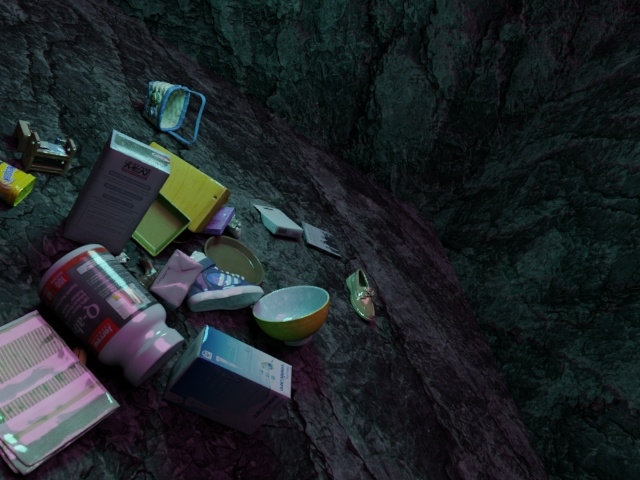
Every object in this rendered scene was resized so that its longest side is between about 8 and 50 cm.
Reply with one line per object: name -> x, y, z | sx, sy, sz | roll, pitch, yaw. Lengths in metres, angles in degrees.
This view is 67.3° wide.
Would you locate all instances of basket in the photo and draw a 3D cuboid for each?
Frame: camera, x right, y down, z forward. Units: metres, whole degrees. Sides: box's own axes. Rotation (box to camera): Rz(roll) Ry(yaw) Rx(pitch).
basket -> -0.715, -0.637, 2.363 | 0.289, 0.255, 0.201 | 24, 23, 7

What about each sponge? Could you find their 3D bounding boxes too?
sponge -> -0.450, -0.089, 2.043 | 0.117, 0.031, 0.210 | 5, 29, 4

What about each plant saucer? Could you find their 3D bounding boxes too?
plant saucer -> -0.599, -0.062, 1.748 | 0.188, 0.188, 0.045 | 42, -19, 2
plant saucer -> -0.354, 0.092, 1.947 | 0.278, 0.041, 0.278 | 32, 26, -18
plant saucer -> -0.579, -0.044, 1.861 | 0.168, 0.029, 0.168 | 32, 28, -19

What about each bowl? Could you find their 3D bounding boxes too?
bowl -> -0.099, 0.299, 1.805 | 0.289, 0.289, 0.156 | -54, 138, -64

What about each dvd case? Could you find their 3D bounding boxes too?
dvd case -> 0.000, 0.000, 2.596 | 0.238, 0.029, 0.179 | 23, 31, -32

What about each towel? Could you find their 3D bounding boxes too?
towel -> -0.661, 0.331, 1.098 | 0.325, 0.038, 0.248 | 45, 36, 7

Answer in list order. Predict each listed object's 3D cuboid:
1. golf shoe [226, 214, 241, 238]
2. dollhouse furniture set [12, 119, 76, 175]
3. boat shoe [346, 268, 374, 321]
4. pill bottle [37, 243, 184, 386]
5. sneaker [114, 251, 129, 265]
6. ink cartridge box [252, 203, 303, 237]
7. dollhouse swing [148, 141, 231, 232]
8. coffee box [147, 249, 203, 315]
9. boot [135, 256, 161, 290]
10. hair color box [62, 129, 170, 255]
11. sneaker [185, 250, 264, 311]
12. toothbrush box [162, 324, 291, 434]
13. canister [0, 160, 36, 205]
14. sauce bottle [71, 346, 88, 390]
golf shoe -> -0.396, -0.063, 2.124 | 0.069, 0.086, 0.176 | -17, 31, -18
dollhouse furniture set -> -0.964, -0.342, 1.678 | 0.129, 0.129, 0.184 | 4, 44, -52
boat shoe -> 0.212, 0.268, 2.387 | 0.109, 0.098, 0.302 | 25, 30, -31
pill bottle -> -0.555, 0.201, 1.297 | 0.363, 0.210, 0.210 | 43, 26, 5
sneaker -> -0.655, 0.068, 1.574 | 0.037, 0.032, 0.083 | 40, 27, -7
ink cartridge box -> -0.223, -0.097, 2.440 | 0.189, 0.066, 0.232 | 9, 20, -48
dollhouse swing -> -0.580, -0.182, 1.983 | 0.346, 0.305, 0.315 | 32, 68, 0
coffee box -> -0.454, 0.135, 1.460 | 0.098, 0.246, 0.141 | 35, 64, -13
boot -> -0.590, 0.113, 1.595 | 0.106, 0.037, 0.114 | 38, 30, -1
hair color box -> -0.644, -0.140, 1.518 | 0.185, 0.374, 0.114 | 24, 30, -32
sneaker -> -0.374, 0.127, 1.750 | 0.322, 0.130, 0.236 | 0, 54, -45
toothbrush box -> -0.261, 0.406, 1.378 | 0.295, 0.216, 0.126 | 31, 28, -19
canister -> -0.990, -0.192, 1.474 | 0.170, 0.073, 0.126 | 30, 27, -19
sauce bottle -> -0.616, 0.329, 1.208 | 0.042, 0.042, 0.128 | 26, 31, -29
